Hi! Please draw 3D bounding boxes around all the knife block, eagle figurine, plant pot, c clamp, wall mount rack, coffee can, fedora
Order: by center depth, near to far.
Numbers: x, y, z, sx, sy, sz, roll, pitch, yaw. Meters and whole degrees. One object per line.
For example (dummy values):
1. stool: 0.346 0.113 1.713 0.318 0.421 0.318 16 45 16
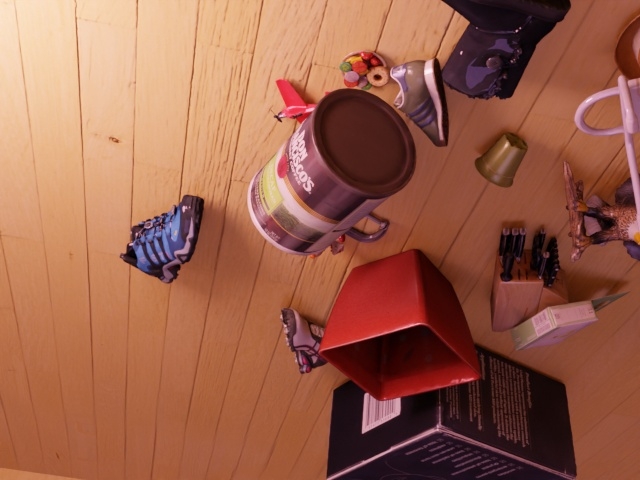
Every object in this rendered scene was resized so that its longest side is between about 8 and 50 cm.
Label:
1. fedora: 0.564 -0.288 1.302 0.194 0.079 0.194 4 143 3
2. wall mount rack: 0.597 -0.160 1.306 0.350 0.130 0.304 -11 145 19
3. coffee can: 0.014 -0.114 1.475 0.201 0.202 0.275 21 149 -20
4. eagle figurine: 0.608 -0.036 1.513 0.298 0.225 0.226 -5 142 15
5. plant pot: 0.340 -0.154 1.521 0.083 0.083 0.079 17 130 -16
6. c clamp: 0.083 -0.046 1.738 0.160 0.022 0.137 31 136 -30
7. knife block: 0.417 0.080 1.812 0.242 0.088 0.275 30 138 -28
8. plant pot: 0.183 0.178 1.850 0.267 0.236 0.267 -19 137 29

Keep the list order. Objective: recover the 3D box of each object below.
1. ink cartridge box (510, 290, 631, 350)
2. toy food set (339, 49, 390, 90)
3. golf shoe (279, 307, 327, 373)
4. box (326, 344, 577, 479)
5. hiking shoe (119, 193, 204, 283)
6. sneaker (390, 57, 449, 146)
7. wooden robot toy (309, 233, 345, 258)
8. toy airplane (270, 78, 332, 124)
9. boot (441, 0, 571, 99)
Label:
1. ink cartridge box: 0.574 0.183 1.872 0.235 0.056 0.171 -6 158 -21
2. toy food set: 0.073 -0.290 1.409 0.082 0.020 0.083 -13 140 23
3. golf shoe: -0.029 0.239 2.094 0.120 0.105 0.273 -16 147 3
4. box: 0.344 0.524 2.246 0.471 0.297 0.480 26 138 -24
5. hiking shoe: -0.341 -0.003 1.771 0.132 0.113 0.304 18 142 -17
6. sneaker: 0.172 -0.239 1.438 0.086 0.064 0.192 1 144 18
7. wooden robot toy: 0.000 0.000 1.748 0.076 0.079 0.173 6 149 31
8. toy airplane: -0.017 -0.238 1.485 0.151 0.028 0.151 3 145 2
9. boot: 0.236 -0.321 1.284 0.246 0.094 0.207 11 140 -17
